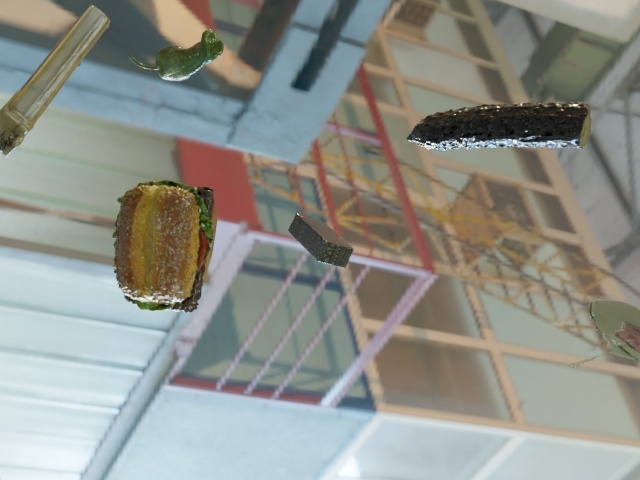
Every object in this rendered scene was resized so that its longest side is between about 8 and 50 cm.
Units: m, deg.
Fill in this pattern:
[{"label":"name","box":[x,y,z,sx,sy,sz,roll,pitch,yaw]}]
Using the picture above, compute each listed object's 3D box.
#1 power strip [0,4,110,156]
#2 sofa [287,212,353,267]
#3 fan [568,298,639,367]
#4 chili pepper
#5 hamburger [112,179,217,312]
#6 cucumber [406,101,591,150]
[{"label":"power strip","box":[-0.344,-0.207,1.403,0.064,0.044,0.305,-34,-156,39]},{"label":"sofa","box":[0.000,0.000,1.804,0.118,0.060,0.039,44,-66,52]},{"label":"fan","box":[0.398,0.136,1.448,0.182,0.310,0.010,37,-63,29]},{"label":"chili pepper","box":[-0.257,-0.334,2.051,0.204,0.072,0.073,-10,-84,41]},{"label":"hamburger","box":[-0.203,0.006,1.377,0.137,0.087,0.165,7,-92,21]},{"label":"cucumber","box":[0.265,-0.172,1.680,0.300,0.072,0.072,2,-101,29]}]
